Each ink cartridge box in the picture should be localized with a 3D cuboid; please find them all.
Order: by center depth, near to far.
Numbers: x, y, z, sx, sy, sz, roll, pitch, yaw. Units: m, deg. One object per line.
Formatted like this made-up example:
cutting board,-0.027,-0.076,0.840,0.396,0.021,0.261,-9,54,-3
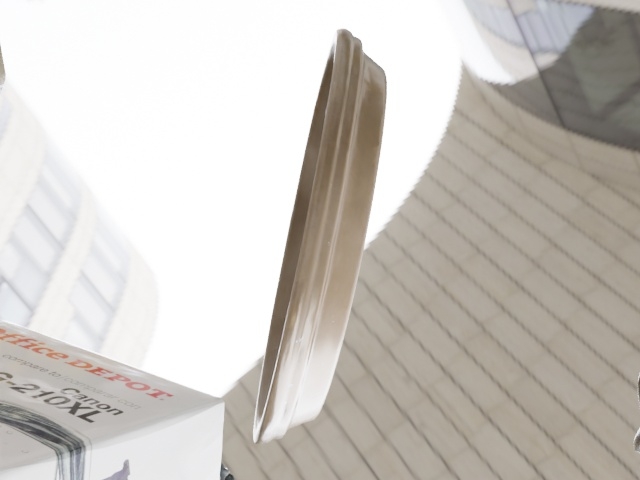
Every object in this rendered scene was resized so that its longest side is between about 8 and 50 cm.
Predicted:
ink cartridge box,-0.182,0.114,0.555,0.172,0.100,0.237,14,-166,34

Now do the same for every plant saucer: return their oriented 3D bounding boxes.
plant saucer,0.000,0.000,0.843,0.041,0.277,0.278,12,-137,-3

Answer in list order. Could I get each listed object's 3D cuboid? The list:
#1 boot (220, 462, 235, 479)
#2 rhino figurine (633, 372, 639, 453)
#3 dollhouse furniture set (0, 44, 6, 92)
boot,-0.117,0.195,0.817,0.207,0.246,0.094,7,-128,38
rhino figurine,0.271,0.164,0.737,0.106,0.073,0.243,-39,-102,-10
dollhouse furniture set,-0.333,-0.120,0.761,0.303,0.198,0.286,-45,-126,55
